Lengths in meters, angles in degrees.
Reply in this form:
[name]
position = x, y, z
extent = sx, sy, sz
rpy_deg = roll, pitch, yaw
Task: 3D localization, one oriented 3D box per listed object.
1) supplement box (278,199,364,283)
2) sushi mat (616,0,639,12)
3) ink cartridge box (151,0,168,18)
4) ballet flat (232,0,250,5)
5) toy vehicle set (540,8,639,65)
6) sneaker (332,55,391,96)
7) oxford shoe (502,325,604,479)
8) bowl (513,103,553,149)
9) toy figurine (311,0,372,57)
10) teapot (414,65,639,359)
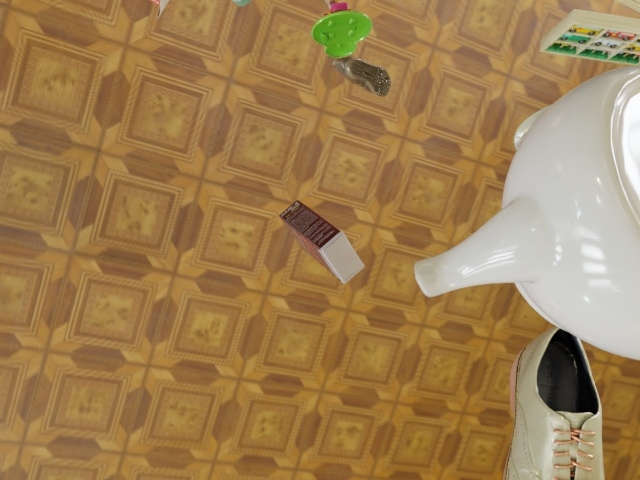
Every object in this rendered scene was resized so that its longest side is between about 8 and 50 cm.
[supplement box]
position = 0.000, 0.000, 1.761
extent = 0.073, 0.239, 0.130
rpy_deg = -41, 128, -9
[sushi mat]
position = 0.104, -0.196, 0.408
extent = 0.316, 0.151, 0.019
rpy_deg = 23, 104, -1
[ink cartridge box]
position = -0.188, -0.319, 0.825
extent = 0.029, 0.115, 0.063
rpy_deg = 29, 76, -12
[ballet flat]
position = -0.167, -0.552, 1.434
extent = 0.083, 0.247, 0.087
rpy_deg = 49, 64, -7
[toy vehicle set]
position = 0.694, -0.486, 1.672
extent = 0.266, 0.166, 0.035
rpy_deg = 6, 81, -7
[sneaker]
position = 0.105, -0.413, 1.714
extent = 0.188, 0.071, 0.066
rpy_deg = 18, 95, -52
[oxford shoe]
position = 0.345, 0.313, 1.009
extent = 0.140, 0.397, 0.146
rpy_deg = 0, 149, 2
[bowl]
position = 0.680, -0.252, 1.847
extent = 0.298, 0.298, 0.134
rpy_deg = -32, 121, -9
[toy figurine]
position = 0.035, -0.511, 1.502
extent = 0.130, 0.173, 0.159
rpy_deg = -8, 74, -1
[teapot]
position = 0.248, -0.007, 0.584
extent = 0.256, 0.187, 0.252
rpy_deg = 36, 57, -9
